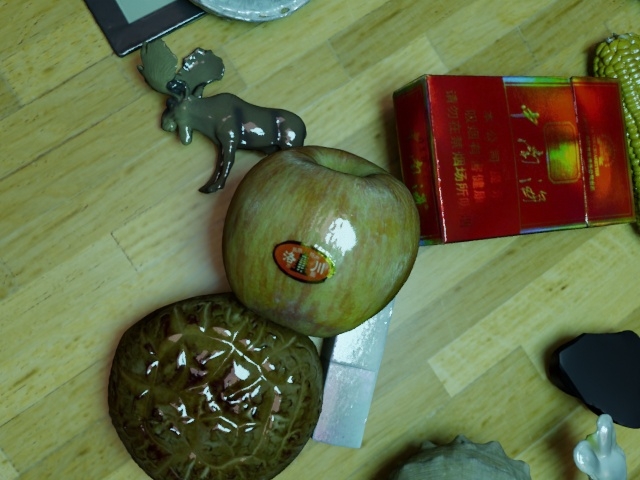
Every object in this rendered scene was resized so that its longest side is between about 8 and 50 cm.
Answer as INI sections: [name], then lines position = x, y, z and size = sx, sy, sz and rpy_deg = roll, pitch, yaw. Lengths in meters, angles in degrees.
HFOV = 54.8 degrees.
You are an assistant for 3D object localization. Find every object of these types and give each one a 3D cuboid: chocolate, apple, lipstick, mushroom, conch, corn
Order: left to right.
[mushroom]
position = -0.123, 0.177, 0.718
size = 0.253, 0.153, 0.253
rpy_deg = 0, 94, 1
[apple]
position = 0.000, 0.000, 0.668
size = 0.211, 0.211, 0.188
rpy_deg = 13, 108, -10
[lipstick]
position = 0.051, 0.097, 0.793
size = 0.068, 0.066, 0.318
rpy_deg = 14, 86, -12
[conch]
position = 0.142, 0.389, 0.742
size = 0.324, 0.186, 0.263
rpy_deg = -26, 107, -36
[chocolate]
position = 0.377, 0.177, 0.847
size = 0.148, 0.080, 0.125
rpy_deg = 31, 71, -1
[corn]
position = 0.462, -0.145, 0.860
size = 0.101, 0.102, 0.313
rpy_deg = -16, 91, -10

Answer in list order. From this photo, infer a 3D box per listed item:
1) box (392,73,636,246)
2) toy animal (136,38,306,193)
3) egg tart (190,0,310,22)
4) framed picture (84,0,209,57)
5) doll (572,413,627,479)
[box]
position = 0.255, -0.104, 0.794
size = 0.313, 0.089, 0.198
rpy_deg = -6, 88, -24
[toy animal]
position = -0.120, -0.150, 0.767
size = 0.214, 0.093, 0.186
rpy_deg = 3, 92, -17
[egg tart]
position = -0.088, -0.388, 0.756
size = 0.234, 0.094, 0.234
rpy_deg = 1, 87, -13
[framed picture]
position = -0.175, -0.427, 0.795
size = 0.347, 0.016, 0.265
rpy_deg = -32, 94, -10
[doll]
position = 0.426, 0.416, 0.785
size = 0.423, 0.161, 0.348
rpy_deg = 17, 81, -20
